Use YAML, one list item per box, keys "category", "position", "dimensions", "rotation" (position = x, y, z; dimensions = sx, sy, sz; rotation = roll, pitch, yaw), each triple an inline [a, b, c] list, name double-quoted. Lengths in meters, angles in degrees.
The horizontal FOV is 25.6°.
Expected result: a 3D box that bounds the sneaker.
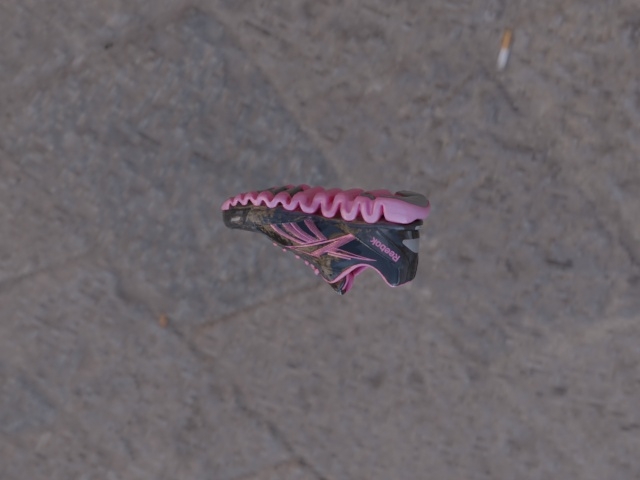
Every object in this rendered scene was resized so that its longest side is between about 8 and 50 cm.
- category: "sneaker"
  position: [0.000, 0.000, 0.737]
  dimensions: [0.119, 0.047, 0.057]
  rotation: [5, 102, 29]
